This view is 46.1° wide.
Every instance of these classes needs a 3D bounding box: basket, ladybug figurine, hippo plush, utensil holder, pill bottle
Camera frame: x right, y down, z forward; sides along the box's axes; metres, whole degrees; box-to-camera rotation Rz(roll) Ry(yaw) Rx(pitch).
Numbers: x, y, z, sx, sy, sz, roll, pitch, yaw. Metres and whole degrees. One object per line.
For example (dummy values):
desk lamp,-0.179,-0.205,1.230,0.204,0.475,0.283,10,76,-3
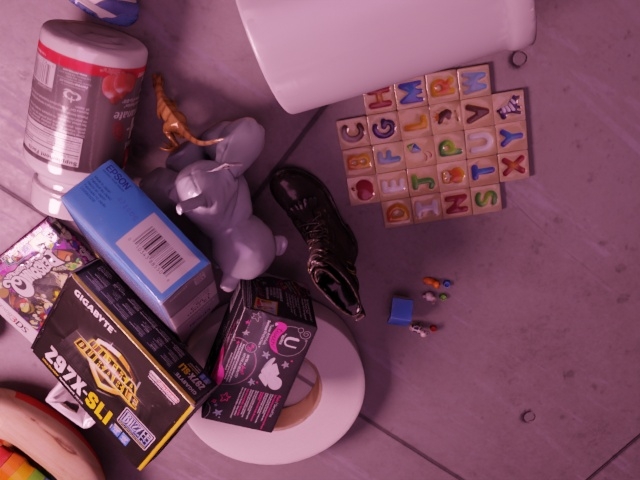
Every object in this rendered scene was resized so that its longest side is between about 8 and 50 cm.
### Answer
basket,-0.466,0.287,1.564,0.113,0.103,0.167,42,108,-16
ladybug figurine,-0.635,0.477,1.621,0.305,0.162,0.449,-35,108,15
hippo plush,-0.147,-0.061,1.325,0.234,0.294,0.236,-43,118,-16
utensil holder,0.089,-0.393,1.133,0.385,0.327,0.328,-16,113,11
pill bottle,-0.414,-0.203,1.302,0.176,0.176,0.318,16,114,-6

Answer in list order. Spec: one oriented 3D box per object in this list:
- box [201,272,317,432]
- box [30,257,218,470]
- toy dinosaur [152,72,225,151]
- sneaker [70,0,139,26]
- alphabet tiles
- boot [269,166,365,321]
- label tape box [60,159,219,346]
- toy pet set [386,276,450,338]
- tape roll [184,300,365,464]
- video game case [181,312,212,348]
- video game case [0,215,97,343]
box,-0.115,0.201,1.392,0.142,0.163,0.247,18,112,-15
box,-0.367,0.230,1.373,0.322,0.079,0.257,46,129,7
toy dinosaur,-0.250,-0.201,1.313,0.064,0.211,0.112,-30,157,-24
sneaker,-0.398,-0.481,1.213,0.296,0.112,0.131,42,108,-17
alphabet tiles,0.211,-0.169,1.394,0.342,0.011,0.285,-9,114,5
boot,0.000,0.000,1.355,0.091,0.229,0.263,-36,109,16
label tape box,-0.303,0.041,1.339,0.115,0.348,0.249,-43,78,-15
toy pet set,0.196,0.139,1.503,0.114,0.065,0.122,9,114,-3
tape roll,-0.101,0.291,1.561,0.392,0.072,0.392,-1,114,-3
video game case,-0.328,0.171,1.553,0.183,0.023,0.201,-40,107,17
video game case,-0.550,0.090,1.510,0.232,0.042,0.210,-34,110,15
